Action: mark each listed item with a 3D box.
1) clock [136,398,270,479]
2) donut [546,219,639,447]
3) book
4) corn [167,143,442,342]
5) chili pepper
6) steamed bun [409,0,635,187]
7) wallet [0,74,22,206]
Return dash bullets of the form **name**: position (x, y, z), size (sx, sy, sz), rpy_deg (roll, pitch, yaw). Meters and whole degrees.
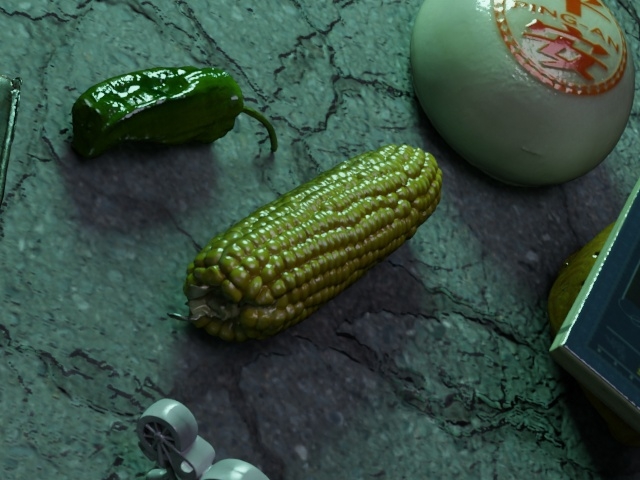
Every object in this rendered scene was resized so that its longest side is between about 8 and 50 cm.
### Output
- **clock**: position (-0.090, 0.178, 1.385), size (0.129, 0.087, 0.041), rpy_deg (47, 43, -2)
- **donut**: position (0.315, 0.080, 1.722), size (0.226, 0.114, 0.227), rpy_deg (17, 54, -25)
- **book**: position (0.319, 0.068, 1.637), size (0.191, 0.025, 0.269), rpy_deg (40, 47, -6)
- **corn**: position (0.000, 0.000, 1.550), size (0.310, 0.101, 0.101), rpy_deg (-30, 83, -43)
- **chili pepper**: position (-0.116, -0.113, 1.560), size (0.204, 0.073, 0.072), rpy_deg (-11, 56, -41)
- **steamed bun**: position (0.204, -0.171, 1.771), size (0.231, 0.145, 0.232), rpy_deg (18, 54, -27)
- **wallet**: position (-0.379, -0.115, 1.385), size (0.317, 0.044, 0.169), rpy_deg (23, 49, -26)
